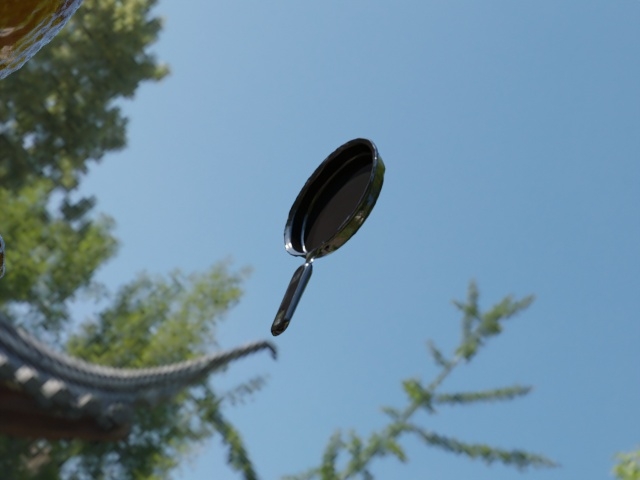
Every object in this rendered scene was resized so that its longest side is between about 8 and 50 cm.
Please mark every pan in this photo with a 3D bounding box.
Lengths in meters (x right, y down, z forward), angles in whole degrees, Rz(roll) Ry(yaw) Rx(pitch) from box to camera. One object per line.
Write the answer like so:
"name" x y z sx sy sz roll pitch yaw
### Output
"pan" 0.000 0.000 1.254 0.028 0.235 0.136 37 -38 -22

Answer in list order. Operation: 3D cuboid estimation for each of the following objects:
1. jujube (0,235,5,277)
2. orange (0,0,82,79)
"jujube" -0.281 0.018 0.907 0.077 0.129 0.077 -10 90 -89
"orange" -0.300 -0.220 0.792 0.322 0.357 0.322 45 -16 16
